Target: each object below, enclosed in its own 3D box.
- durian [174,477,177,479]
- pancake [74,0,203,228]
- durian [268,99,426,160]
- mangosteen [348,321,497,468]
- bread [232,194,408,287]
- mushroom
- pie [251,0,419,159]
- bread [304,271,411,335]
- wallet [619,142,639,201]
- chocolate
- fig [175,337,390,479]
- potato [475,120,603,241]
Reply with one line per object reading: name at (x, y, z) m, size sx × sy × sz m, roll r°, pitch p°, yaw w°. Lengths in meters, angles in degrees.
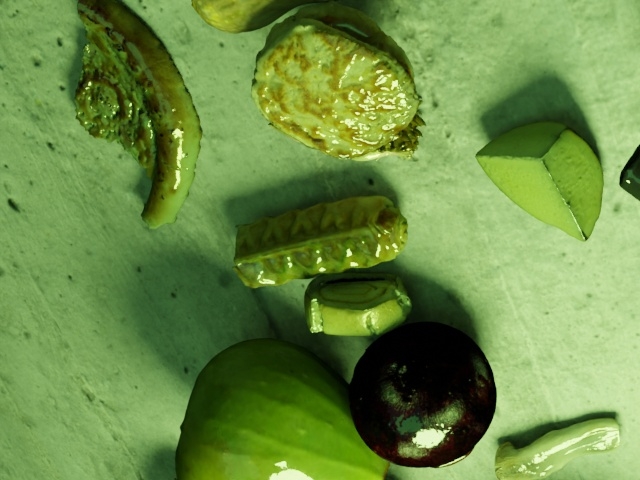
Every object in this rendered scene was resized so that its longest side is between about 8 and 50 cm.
durian at (-0.200, 0.462, 1.927) m, size 0.168 × 0.137 × 0.158 m, roll 24°, pitch 146°, yaw 20°
pancake at (-0.279, -0.185, 1.635) m, size 0.197 × 0.054 × 0.376 m, roll -7°, pitch 113°, yaw 28°
durian at (0.023, -0.155, 1.499) m, size 0.224 × 0.078 × 0.140 m, roll -5°, pitch 115°, yaw 24°
mangosteen at (0.146, 0.232, 1.609) m, size 0.211 × 0.211 × 0.250 m, roll 16°, pitch 153°, yaw 15°
bread at (0.000, 0.001, 1.596) m, size 0.270 × 0.098 × 0.087 m, roll -12°, pitch 154°, yaw 30°
mushroom at (0.346, 0.302, 1.641) m, size 0.202 × 0.054 × 0.059 m, roll -28°, pitch 110°, yaw 28°
pie at (0.020, -0.194, 1.390) m, size 0.205 × 0.084 × 0.179 m, roll 28°, pitch 132°, yaw -2°
bread at (0.053, 0.091, 1.603) m, size 0.156 × 0.117 × 0.064 m, roll 3°, pitch 117°, yaw 23°
wallet at (0.554, -0.034, 1.268) m, size 0.406 × 0.062 × 0.228 m, roll 37°, pitch 82°, yaw 0°
chocolate at (-0.033, -0.346, 1.386) m, size 0.309 × 0.134 × 0.134 m, roll -11°, pitch 113°, yaw 32°
fig at (-0.050, 0.301, 1.672) m, size 0.316 × 0.316 × 0.316 m, roll 11°, pitch 122°, yaw 18°
potato at (0.288, -0.083, 1.443) m, size 0.120 × 0.081 × 0.149 m, roll 15°, pitch 147°, yaw 52°
